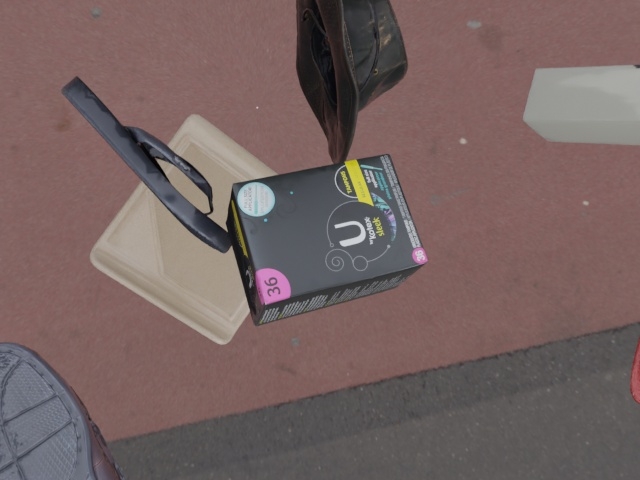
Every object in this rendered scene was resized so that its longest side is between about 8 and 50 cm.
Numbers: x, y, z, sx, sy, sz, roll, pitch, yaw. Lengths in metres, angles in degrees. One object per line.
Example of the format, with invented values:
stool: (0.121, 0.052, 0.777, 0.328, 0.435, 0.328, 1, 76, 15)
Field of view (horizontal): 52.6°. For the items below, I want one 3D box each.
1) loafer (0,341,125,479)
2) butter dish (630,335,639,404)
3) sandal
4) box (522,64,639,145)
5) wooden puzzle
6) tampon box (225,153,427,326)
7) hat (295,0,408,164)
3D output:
loafer: (-0.249, 0.236, 0.631, 0.109, 0.095, 0.302, -29, 93, -11)
butter dish: (0.312, 0.054, 0.443, 0.160, 0.118, 0.159, 15, 74, 30)
sandal: (-0.180, -0.090, 0.704, 0.054, 0.097, 0.254, -42, 87, -8)
box: (0.462, -0.203, 0.980, 0.113, 0.275, 0.094, 19, 85, -48)
wooden puzzle: (-0.150, -0.013, 0.872, 0.221, 0.044, 0.238, 36, 81, -20)
tampon box: (0.000, 0.000, 0.641, 0.161, 0.101, 0.120, -14, 74, -16)
hat: (0.052, -0.277, 0.944, 0.134, 0.331, 0.331, -15, 103, -9)
